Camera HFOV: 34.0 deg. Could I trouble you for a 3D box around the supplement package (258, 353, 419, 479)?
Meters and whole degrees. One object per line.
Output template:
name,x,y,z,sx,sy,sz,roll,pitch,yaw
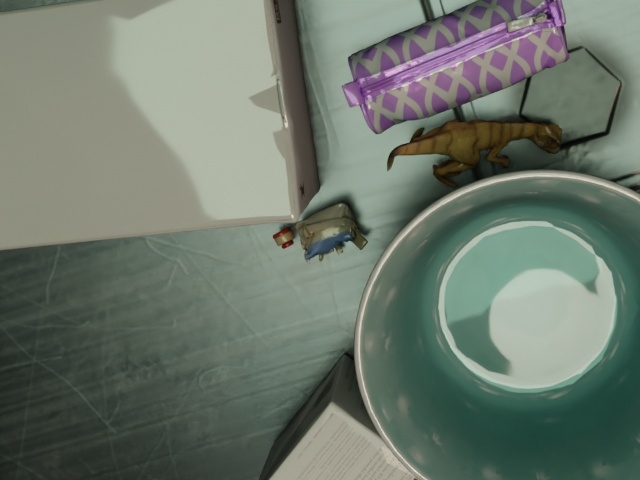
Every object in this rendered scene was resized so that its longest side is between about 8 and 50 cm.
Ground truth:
supplement package,0.076,0.250,1.015,0.244,0.139,0.134,36,105,-3

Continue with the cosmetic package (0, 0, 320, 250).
cosmetic package,-0.206,-0.113,0.964,0.385,0.156,0.217,-4,102,7

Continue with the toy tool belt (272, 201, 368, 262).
toy tool belt,0.000,0.000,1.015,0.083,0.052,0.051,-26,90,12

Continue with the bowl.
bowl,0.191,0.077,0.951,0.312,0.163,0.311,1,103,6

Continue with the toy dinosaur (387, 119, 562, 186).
toy dinosaur,0.118,-0.089,0.945,0.212,0.112,0.064,-12,81,-26

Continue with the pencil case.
pencil case,0.125,-0.165,0.945,0.206,0.088,0.086,-22,100,12
